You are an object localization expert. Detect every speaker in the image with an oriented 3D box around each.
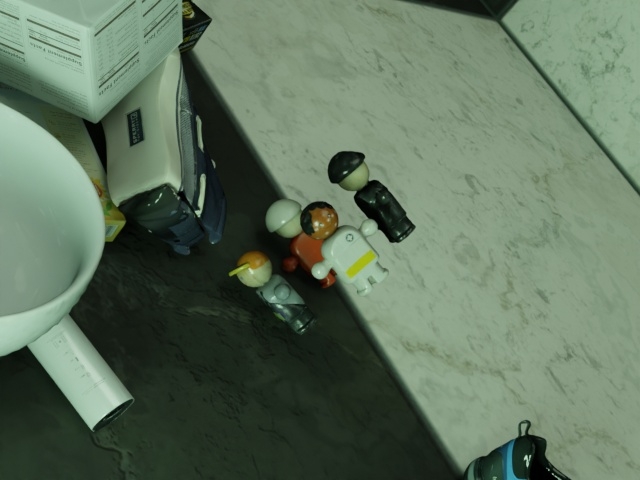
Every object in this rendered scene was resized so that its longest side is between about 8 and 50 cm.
[{"bbox_3d":[-0.258,0.134,1.016,0.136,0.055,0.055,49,33,11],"label":"speaker"}]

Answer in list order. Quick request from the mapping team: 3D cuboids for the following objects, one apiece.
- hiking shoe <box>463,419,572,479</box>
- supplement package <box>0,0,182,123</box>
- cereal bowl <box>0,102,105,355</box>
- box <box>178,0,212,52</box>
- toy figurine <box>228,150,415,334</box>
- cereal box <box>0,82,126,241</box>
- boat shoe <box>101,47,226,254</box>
[{"bbox_3d":[0.321,0.392,1.255,0.304,0.132,0.113,48,33,9],"label":"hiking shoe"},{"bbox_3d":[-0.333,-0.298,1.196,0.261,0.145,0.204,24,49,13],"label":"supplement package"},{"bbox_3d":[-0.392,-0.006,0.941,0.339,0.141,0.339,22,34,-16],"label":"cereal bowl"},{"bbox_3d":[-0.351,-0.374,1.485,0.257,0.079,0.322,45,33,0],"label":"box"},{"bbox_3d":[0.000,0.000,1.298,0.148,0.213,0.209,50,36,-10],"label":"toy figurine"},{"bbox_3d":[-0.360,-0.105,1.191,0.173,0.047,0.240,2,50,-44],"label":"cereal box"},{"bbox_3d":[-0.210,-0.136,1.300,0.158,0.127,0.341,50,26,-49],"label":"boat shoe"}]
